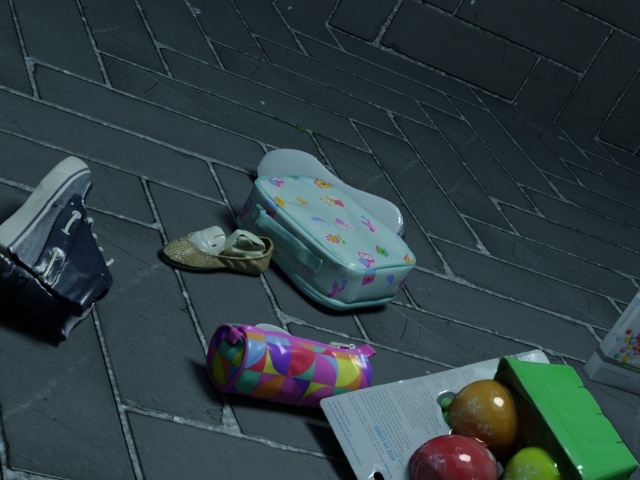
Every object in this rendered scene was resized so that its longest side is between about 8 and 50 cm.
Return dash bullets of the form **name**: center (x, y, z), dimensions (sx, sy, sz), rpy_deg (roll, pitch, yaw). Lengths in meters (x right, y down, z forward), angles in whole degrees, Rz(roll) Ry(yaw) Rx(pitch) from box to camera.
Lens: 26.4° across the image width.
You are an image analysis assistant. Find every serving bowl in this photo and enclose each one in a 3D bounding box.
- **serving bowl**: center (-0.065, 0.156, 1.960), dimensions (0.083, 0.027, 0.083), rpy_deg (26, 22, -11)

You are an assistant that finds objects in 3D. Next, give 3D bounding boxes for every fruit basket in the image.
- **fruit basket**: center (0.216, 0.302, 1.811), dimensions (0.353, 0.165, 0.327), rpy_deg (-14, 46, -17)

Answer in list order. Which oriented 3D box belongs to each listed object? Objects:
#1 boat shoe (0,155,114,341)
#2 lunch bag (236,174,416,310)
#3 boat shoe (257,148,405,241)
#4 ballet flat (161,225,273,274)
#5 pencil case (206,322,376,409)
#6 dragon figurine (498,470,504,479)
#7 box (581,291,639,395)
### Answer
- **boat shoe**: center (-0.340, 0.013, 1.817), dimensions (0.158, 0.127, 0.340), rpy_deg (35, 29, -6)
- **lunch bag**: center (0.000, 0.000, 2.278), dimensions (0.279, 0.108, 0.224), rpy_deg (40, 28, 28)
- **boat shoe**: center (0.022, -0.068, 2.482), dimensions (0.301, 0.108, 0.102), rpy_deg (25, -14, 19)
- **ballet flat**: center (-0.154, 0.009, 2.113), dimensions (0.206, 0.067, 0.073), rpy_deg (4, 34, -48)
- **pencil case**: center (-0.039, 0.172, 1.864), dimensions (0.236, 0.104, 0.104), rpy_deg (12, 28, -37)
- **dragon figurine**: center (0.348, 0.347, 1.993), dimensions (0.144, 0.085, 0.289), rpy_deg (36, 26, 9)
- **box**: center (0.591, 0.193, 2.516), dimensions (0.145, 0.186, 0.038), rpy_deg (19, 24, -28)
